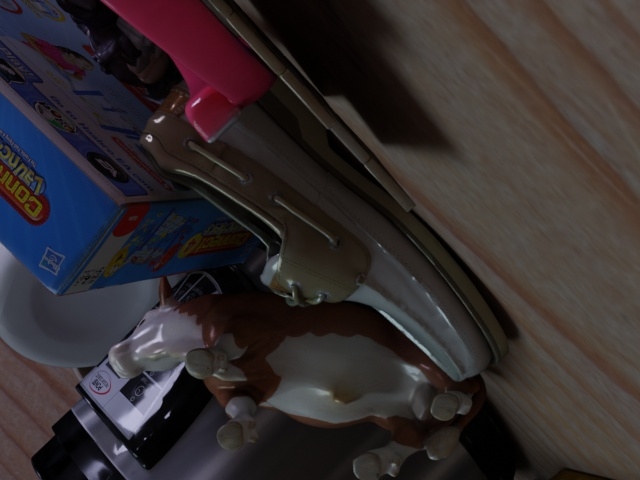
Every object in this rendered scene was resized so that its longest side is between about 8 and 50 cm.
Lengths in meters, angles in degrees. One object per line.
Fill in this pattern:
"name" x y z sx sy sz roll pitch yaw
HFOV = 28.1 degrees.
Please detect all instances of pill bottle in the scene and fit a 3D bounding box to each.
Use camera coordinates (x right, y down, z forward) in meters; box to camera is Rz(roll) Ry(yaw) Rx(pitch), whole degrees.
"pill bottle" -0.326 -0.051 1.553 0.229 0.229 0.408 56 179 -41

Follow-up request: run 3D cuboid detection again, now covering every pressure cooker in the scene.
"pressure cooker" -0.068 0.248 1.230 0.375 0.420 0.370 43 169 25

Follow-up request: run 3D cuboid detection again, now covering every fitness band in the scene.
"fitness band" -0.111 -0.159 0.739 0.209 0.054 0.291 49 -176 -13

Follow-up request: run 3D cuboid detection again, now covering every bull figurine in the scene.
"bull figurine" -0.020 0.100 1.002 0.310 0.101 0.188 6 -163 1

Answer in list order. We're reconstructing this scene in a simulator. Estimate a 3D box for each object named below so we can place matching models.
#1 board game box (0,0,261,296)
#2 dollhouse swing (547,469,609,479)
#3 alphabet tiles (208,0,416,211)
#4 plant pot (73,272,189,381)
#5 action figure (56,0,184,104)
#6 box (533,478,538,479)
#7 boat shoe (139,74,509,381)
"board game box" -0.207 -0.099 1.028 0.308 0.086 0.302 43 -163 15
"dollhouse swing" 0.231 0.413 0.994 0.347 0.305 0.315 48 169 -3
"alphabet tiles" -0.035 -0.115 0.727 0.237 0.009 0.198 45 -174 -20
"plant pot" -0.190 0.124 1.814 0.256 0.256 0.274 45 -175 11
"action figure" -0.181 -0.191 0.954 0.285 0.099 0.185 37 170 -36
"box" 0.216 0.397 1.223 0.270 0.216 0.060 52 169 -22
"boat shoe" 0.000 0.000 0.914 0.302 0.103 0.113 45 167 3
